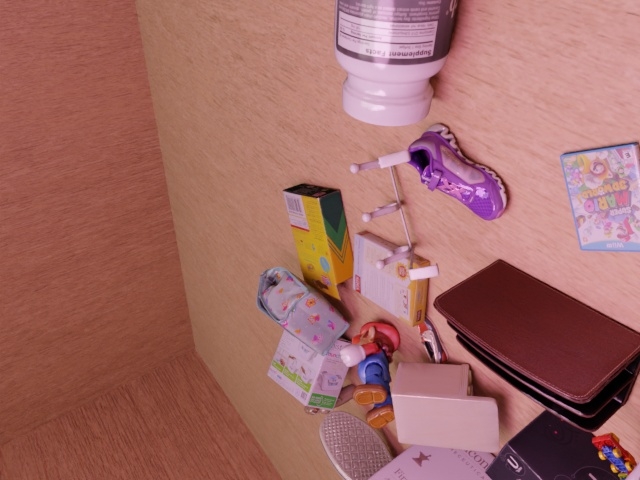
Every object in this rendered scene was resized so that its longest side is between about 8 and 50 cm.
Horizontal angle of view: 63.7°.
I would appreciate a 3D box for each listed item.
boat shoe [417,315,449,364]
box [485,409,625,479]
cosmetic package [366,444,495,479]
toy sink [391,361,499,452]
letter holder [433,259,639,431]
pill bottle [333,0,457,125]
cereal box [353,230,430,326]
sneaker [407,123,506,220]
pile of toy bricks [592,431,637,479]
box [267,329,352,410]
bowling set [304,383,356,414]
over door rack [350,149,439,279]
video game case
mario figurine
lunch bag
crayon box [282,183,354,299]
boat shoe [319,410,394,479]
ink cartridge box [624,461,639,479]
[{"bbox_3d":[0.273,0.250,1.298,0.137,0.043,0.049,64,153,8],"label":"boat shoe"},{"bbox_3d":[0.485,0.481,0.983,0.270,0.165,0.143,45,145,33],"label":"box"},{"bbox_3d":[0.287,0.736,1.265,0.329,0.393,0.328,36,140,42],"label":"cosmetic package"},{"bbox_3d":[0.301,0.388,1.225,0.234,0.131,0.153,-2,115,20],"label":"toy sink"},{"bbox_3d":[0.366,0.198,0.923,0.301,0.214,0.152,35,138,43],"label":"letter holder"},{"bbox_3d":[0.128,-0.402,0.889,0.210,0.210,0.363,41,143,39],"label":"pill bottle"},{"bbox_3d":[0.174,0.092,1.328,0.240,0.047,0.173,31,128,48],"label":"cereal box"},{"bbox_3d":[0.251,-0.121,0.999,0.236,0.104,0.095,51,147,23],"label":"sneaker"},{"bbox_3d":[0.558,0.366,0.850,0.212,0.105,0.118,46,135,-6],"label":"pile of toy bricks"},{"bbox_3d":[-0.036,0.401,1.730,0.262,0.126,0.231,15,84,55],"label":"box"},{"bbox_3d":[-0.014,0.521,1.864,0.200,0.154,0.287,59,150,12],"label":"bowling set"},{"bbox_3d":[0.142,-0.058,1.079,0.324,0.108,0.240,-84,-22,-83],"label":"over door rack"},{"bbox_3d":[0.447,-0.062,0.804,0.119,0.015,0.167,0,111,59],"label":"video game case"},{"bbox_3d":[0.122,0.346,1.382,0.321,0.170,0.198,-77,-1,-64],"label":"mario figurine"},{"bbox_3d":[-0.073,0.208,1.604,0.223,0.160,0.262,44,173,-34],"label":"lunch bag"},{"bbox_3d":[0.000,0.000,1.534,0.202,0.081,0.319,19,126,54],"label":"crayon box"},{"bbox_3d":[0.184,0.762,1.654,0.500,0.186,0.156,40,149,19],"label":"boat shoe"},{"bbox_3d":[0.586,0.449,0.735,0.278,0.117,0.202,19,131,21],"label":"ink cartridge box"}]
